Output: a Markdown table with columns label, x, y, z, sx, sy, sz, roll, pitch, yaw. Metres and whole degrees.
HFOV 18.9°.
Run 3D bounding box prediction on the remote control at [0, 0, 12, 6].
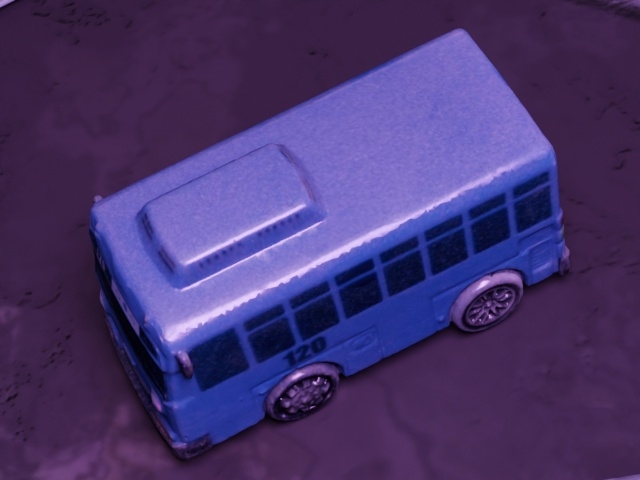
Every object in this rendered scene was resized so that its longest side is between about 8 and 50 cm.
| label | x | y | z | sx | sy | sz | roll | pitch | yaw |
| --- | --- | --- | --- | --- | --- | --- | --- | --- | --- |
| remote control | -0.187 | -0.207 | 1.207 | 0.293 | 0.051 | 0.103 | -27 | 56 | -10 |

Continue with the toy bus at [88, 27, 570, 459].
| label | x | y | z | sx | sy | sz | roll | pitch | yaw |
| --- | --- | --- | --- | --- | --- | --- | --- | --- | --- |
| toy bus | 0.000 | 0.000 | 0.984 | 0.234 | 0.133 | 0.116 | -26 | 57 | -9 |

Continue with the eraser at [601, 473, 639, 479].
| label | x | y | z | sx | sy | sz | roll | pitch | yaw |
| --- | --- | --- | --- | --- | --- | --- | --- | --- | --- |
| eraser | 0.160 | 0.179 | 0.813 | 0.227 | 0.081 | 0.174 | -5 | 53 | -29 |
